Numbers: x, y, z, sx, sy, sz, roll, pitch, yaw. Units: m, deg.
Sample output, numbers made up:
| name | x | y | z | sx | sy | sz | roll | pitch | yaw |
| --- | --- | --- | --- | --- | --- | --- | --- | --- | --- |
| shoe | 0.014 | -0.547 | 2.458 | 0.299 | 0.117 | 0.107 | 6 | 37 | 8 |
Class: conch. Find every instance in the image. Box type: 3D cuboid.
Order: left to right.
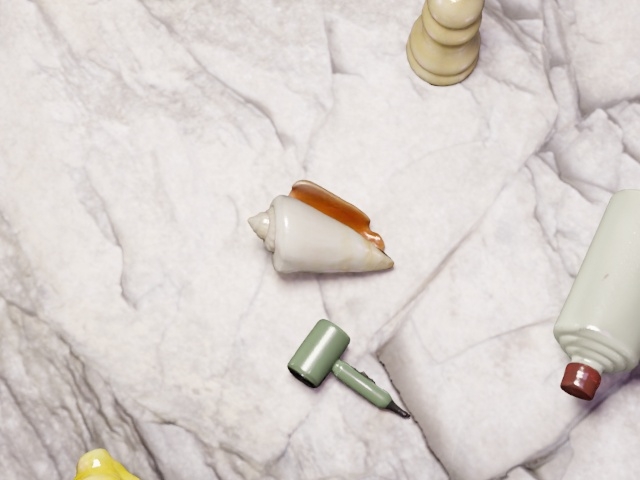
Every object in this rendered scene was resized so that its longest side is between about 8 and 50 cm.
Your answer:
| name | x | y | z | sx | sy | sz | roll | pitch | yaw |
| --- | --- | --- | --- | --- | --- | --- | --- | --- | --- |
| conch | 0.002 | -0.010 | 1.656 | 0.176 | 0.094 | 0.104 | 2 | 33 | -6 |

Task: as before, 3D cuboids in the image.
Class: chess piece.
| name | x | y | z | sx | sy | sz | roll | pitch | yaw |
| --- | --- | --- | --- | --- | --- | --- | --- | --- | --- |
| chess piece | 0.156 | -0.258 | 1.699 | 0.094 | 0.170 | 0.094 | 1 | 73 | -4 |

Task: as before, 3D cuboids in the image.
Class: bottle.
| name | x | y | z | sx | sy | sz | roll | pitch | yaw |
| --- | --- | --- | --- | --- | --- | --- | --- | --- | --- |
| bottle | 0.337 | 0.068 | 1.635 | 0.104 | 0.104 | 0.245 | 25 | 73 | 6 |

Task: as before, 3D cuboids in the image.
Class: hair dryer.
| name | x | y | z | sx | sy | sz | roll | pitch | yaw |
| --- | --- | --- | --- | --- | --- | --- | --- | --- | --- |
| hair dryer | 0.040 | 0.160 | 1.634 | 0.150 | 0.047 | 0.071 | 36 | 76 | -2 |

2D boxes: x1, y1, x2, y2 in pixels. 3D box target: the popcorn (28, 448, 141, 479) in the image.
| name | x | y | z | sx | sy | sz | roll | pitch | yaw |
| --- | --- | --- | --- | --- | --- | --- | --- | --- | --- |
| popcorn | -0.218 | 0.374 | 1.432 | 0.297 | 0.281 | 0.316 | -27 | 95 | -48 |
